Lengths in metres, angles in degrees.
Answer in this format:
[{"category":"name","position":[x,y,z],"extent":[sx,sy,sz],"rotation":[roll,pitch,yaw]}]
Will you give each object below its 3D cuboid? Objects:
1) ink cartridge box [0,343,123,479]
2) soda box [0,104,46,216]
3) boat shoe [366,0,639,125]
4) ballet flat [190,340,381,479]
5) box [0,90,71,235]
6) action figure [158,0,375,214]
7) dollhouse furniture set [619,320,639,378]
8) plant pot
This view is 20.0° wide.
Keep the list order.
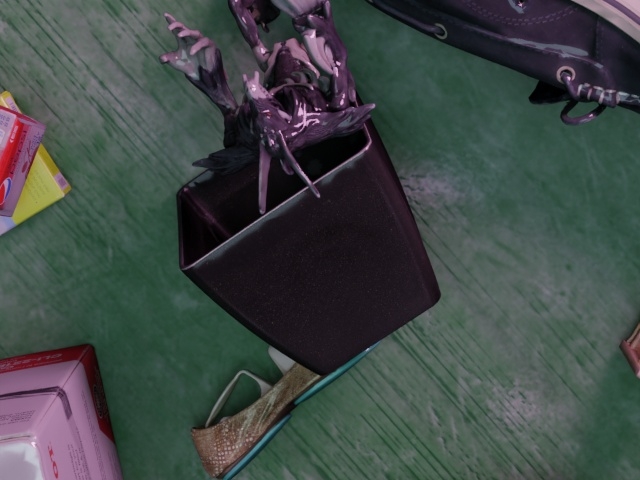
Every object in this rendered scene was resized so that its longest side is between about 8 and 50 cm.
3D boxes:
[{"category":"ink cartridge box","position":[-0.250,0.224,1.559],"extent":[0.114,0.273,0.197],"rotation":[-10,101,4]},{"category":"soda box","position":[-0.378,-0.107,1.562],"extent":[0.263,0.083,0.092],"rotation":[20,91,9]},{"category":"boat shoe","position":[0.242,-0.186,1.501],"extent":[0.500,0.187,0.156],"rotation":[24,138,3]},{"category":"ballet flat","position":[-0.038,0.131,1.638],"extent":[0.206,0.073,0.067],"rotation":[-42,83,6]},{"category":"box","position":[-0.328,-0.042,1.626],"extent":[0.178,0.042,0.109],"rotation":[-31,98,7]},{"category":"action figure","position":[-0.047,-0.157,1.475],"extent":[0.164,0.276,0.141],"rotation":[-22,133,21]},{"category":"dollhouse furniture set","position":[0.382,0.066,1.589],"extent":[0.161,0.101,0.182],"rotation":[29,101,-7]},{"category":"plant pot","position":[0.000,0.000,1.559],"extent":[0.187,0.188,0.167],"rotation":[-33,113,8]}]
